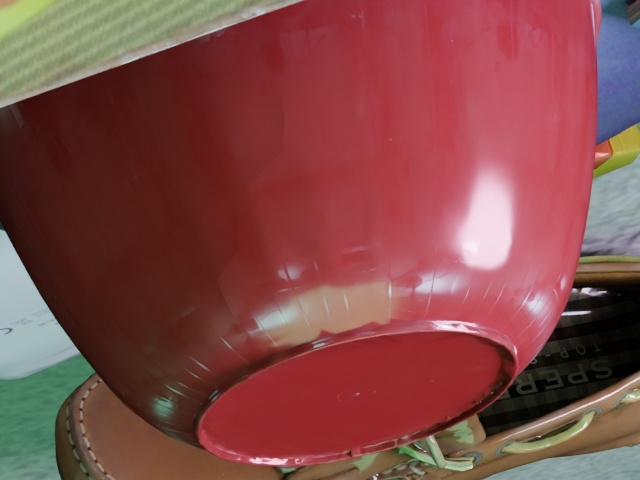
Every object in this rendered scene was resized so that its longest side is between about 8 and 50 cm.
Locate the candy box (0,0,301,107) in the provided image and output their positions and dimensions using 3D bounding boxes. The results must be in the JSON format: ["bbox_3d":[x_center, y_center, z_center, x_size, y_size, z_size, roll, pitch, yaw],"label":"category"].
[{"bbox_3d":[-0.100,-0.172,0.305,0.183,0.087,0.316,-19,118,5],"label":"candy box"}]

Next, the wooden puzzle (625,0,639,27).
[{"bbox_3d":[0.119,-0.072,0.552,0.083,0.006,0.049,7,146,-38],"label":"wooden puzzle"}]

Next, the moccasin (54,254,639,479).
[{"bbox_3d":[0.045,0.079,1.059,0.380,0.139,0.147,-4,151,-19],"label":"moccasin"}]

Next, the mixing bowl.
[{"bbox_3d":[0.000,0.000,0.532,0.181,0.098,0.181,-11,155,-5],"label":"mixing bowl"}]

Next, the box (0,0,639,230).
[{"bbox_3d":[-0.011,-0.134,0.579,0.294,0.182,0.296,-29,149,30],"label":"box"}]

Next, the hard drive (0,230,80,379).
[{"bbox_3d":[-0.138,0.000,0.852,0.210,0.040,0.319,-22,165,17],"label":"hard drive"}]

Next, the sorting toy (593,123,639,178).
[{"bbox_3d":[0.055,-0.023,0.848,0.193,0.038,0.208,-12,166,-34],"label":"sorting toy"}]
